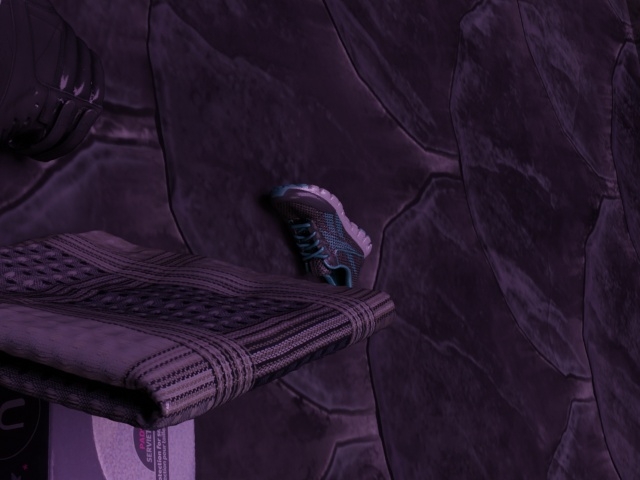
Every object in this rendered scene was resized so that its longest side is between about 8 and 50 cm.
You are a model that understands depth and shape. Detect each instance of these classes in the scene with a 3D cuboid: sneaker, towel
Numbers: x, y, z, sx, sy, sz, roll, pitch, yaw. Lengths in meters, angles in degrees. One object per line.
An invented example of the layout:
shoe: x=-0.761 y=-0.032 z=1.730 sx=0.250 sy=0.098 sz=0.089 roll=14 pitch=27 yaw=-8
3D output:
sneaker: x=0.000 y=0.000 z=1.395 sx=0.166 sy=0.065 sz=0.076 roll=41 pitch=49 yaw=-41
towel: x=-0.149 y=0.040 z=0.904 sx=0.312 sy=0.324 sz=0.056 roll=-16 pitch=113 yaw=-59
sneaker: x=-0.245 y=-0.089 z=0.989 sx=0.147 sy=0.104 sz=0.295 roll=43 pitch=39 yaw=-35

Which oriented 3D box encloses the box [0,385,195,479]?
box: x=-0.185 y=0.220 z=0.926 sx=0.163 sy=0.142 sz=0.247 roll=24 pitch=59 yaw=-52
